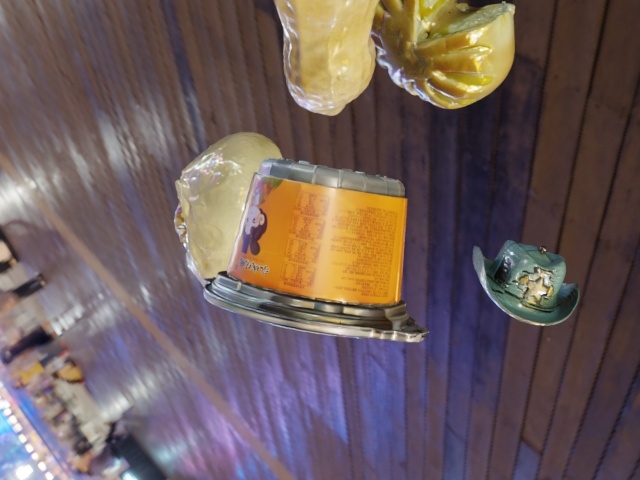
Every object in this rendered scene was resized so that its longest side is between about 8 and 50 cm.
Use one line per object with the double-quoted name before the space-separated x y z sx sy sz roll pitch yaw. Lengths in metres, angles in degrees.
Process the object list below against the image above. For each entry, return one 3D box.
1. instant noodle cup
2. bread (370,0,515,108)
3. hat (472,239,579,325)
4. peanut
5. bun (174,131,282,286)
"instant noodle cup" 0.000 0.000 0.723 0.208 0.126 0.177 11 -175 17
"bread" 0.202 -0.391 1.627 0.333 0.160 0.333 30 146 22
"hat" 0.263 0.038 1.094 0.138 0.078 0.191 21 -163 -1
"peanut" 0.008 -0.275 1.080 0.149 0.149 0.313 42 155 28
"bun" -0.124 -0.034 1.075 0.127 0.223 0.222 15 162 -13
